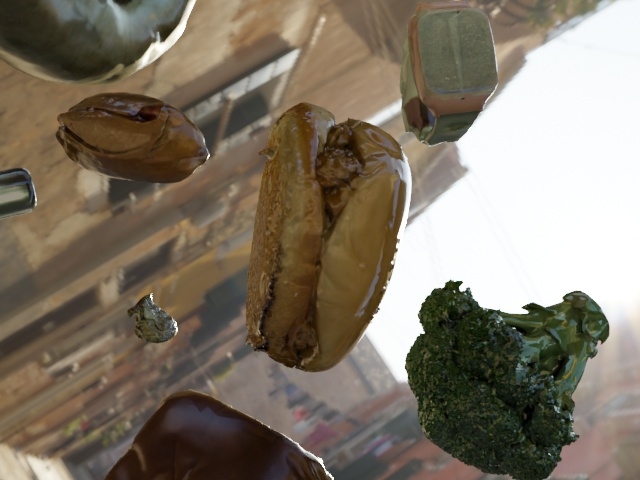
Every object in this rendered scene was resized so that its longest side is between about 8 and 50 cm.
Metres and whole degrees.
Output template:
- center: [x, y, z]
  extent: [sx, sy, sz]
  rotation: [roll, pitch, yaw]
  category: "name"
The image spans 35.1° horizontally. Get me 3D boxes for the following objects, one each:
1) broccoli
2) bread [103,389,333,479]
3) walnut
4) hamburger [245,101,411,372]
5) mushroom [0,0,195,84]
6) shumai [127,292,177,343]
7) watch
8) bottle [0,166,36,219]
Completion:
- center: [0.235, 0.159, 1.269]
  extent: [0.270, 0.270, 0.270]
  rotation: [54, -9, 12]
  category: "broccoli"
- center: [-0.138, 0.339, 1.258]
  extent: [0.250, 0.279, 0.225]
  rotation: [24, -28, 15]
  category: "bread"
- center: [-0.279, -0.149, 1.486]
  extent: [0.245, 0.137, 0.137]
  rotation: [11, -36, 18]
  category: "walnut"
- center: [-0.001, 0.004, 1.150]
  extent: [0.174, 0.284, 0.304]
  rotation: [14, -2, 1]
  category: "hamburger"
- center: [-0.216, -0.314, 0.958]
  extent: [0.260, 0.352, 0.352]
  rotation: [23, -32, 28]
  category: "mushroom"
- center: [-0.289, 0.130, 1.751]
  extent: [0.083, 0.082, 0.081]
  rotation: [-60, 153, -72]
  category: "shumai"
- center: [0.230, -0.313, 1.947]
  extent: [0.241, 0.161, 0.254]
  rotation: [152, -68, -79]
  category: "watch"
- center: [-0.587, -0.060, 1.613]
  extent: [0.096, 0.253, 0.080]
  rotation: [53, -31, 40]
  category: "bottle"
